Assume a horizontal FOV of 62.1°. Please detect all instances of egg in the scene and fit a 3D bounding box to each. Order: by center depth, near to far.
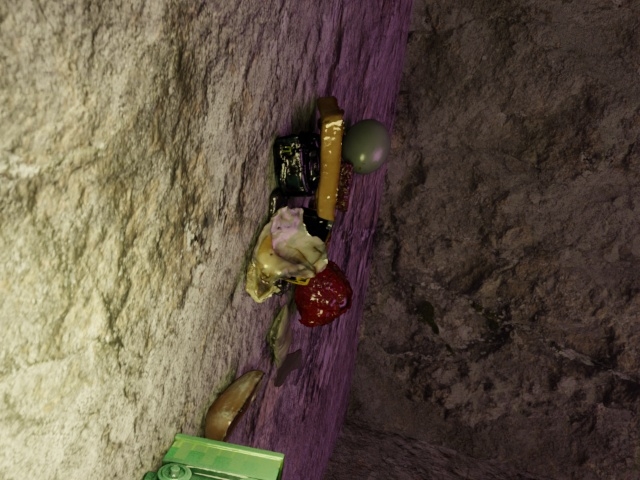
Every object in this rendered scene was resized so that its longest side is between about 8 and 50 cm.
[{"bbox_3d":[0.192,-0.395,2.237,0.202,0.203,0.282,87,16,-48],"label":"egg"}]

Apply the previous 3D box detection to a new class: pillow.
[{"bbox_3d":[-0.134,0.338,1.853,0.229,0.050,0.148,90,22,-50],"label":"pillow"}]

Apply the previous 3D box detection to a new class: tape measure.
[{"bbox_3d":[-0.058,-0.213,1.517,0.199,0.112,0.186,-39,131,-63],"label":"tape measure"}]

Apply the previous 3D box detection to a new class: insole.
[{"bbox_3d":[-0.124,0.502,2.126,0.348,0.009,0.118,1,100,-77],"label":"insole"}]

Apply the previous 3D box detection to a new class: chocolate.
[{"bbox_3d":[-0.240,0.443,1.426,0.161,0.083,0.261,-65,173,24],"label":"chocolate"}]

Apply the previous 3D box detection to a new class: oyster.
[{"bbox_3d":[-0.100,0.038,1.483,0.100,0.271,0.275,119,-41,-51],"label":"oyster"}]

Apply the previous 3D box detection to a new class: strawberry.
[{"bbox_3d":[0.016,0.199,1.989,0.274,0.221,0.274,12,90,-73],"label":"strawberry"}]

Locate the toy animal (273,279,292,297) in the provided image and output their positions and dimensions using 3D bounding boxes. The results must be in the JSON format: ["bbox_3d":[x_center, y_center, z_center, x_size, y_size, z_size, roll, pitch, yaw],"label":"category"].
[{"bbox_3d":[-0.123,0.149,1.738,0.136,0.047,0.065,-44,153,-77],"label":"toy animal"}]

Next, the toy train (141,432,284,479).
[{"bbox_3d":[-0.217,0.523,1.136,0.202,0.301,0.120,-53,152,-81],"label":"toy train"}]

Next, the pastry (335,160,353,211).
[{"bbox_3d":[0.080,-0.221,2.151,0.115,0.097,0.208,-58,154,-66],"label":"pastry"}]

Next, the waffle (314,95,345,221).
[{"bbox_3d":[0.024,-0.271,1.710,0.304,0.078,0.348,-95,-172,-61],"label":"waffle"}]

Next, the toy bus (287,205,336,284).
[{"bbox_3d":[-0.057,0.027,1.689,0.331,0.145,0.151,-64,170,-52],"label":"toy bus"}]

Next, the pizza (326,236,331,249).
[{"bbox_3d":[0.011,0.036,2.200,0.134,0.046,0.175,85,21,-52],"label":"pizza"}]

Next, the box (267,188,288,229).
[{"bbox_3d":[-0.122,-0.095,1.567,0.126,0.027,0.125,-48,147,-66],"label":"box"}]

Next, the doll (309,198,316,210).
[{"bbox_3d":[-0.029,-0.111,1.927,0.085,0.040,0.058,-65,171,-47],"label":"doll"}]

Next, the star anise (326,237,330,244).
[{"bbox_3d":[0.000,0.000,2.054,0.097,0.070,0.190,-53,-156,34],"label":"star anise"}]
